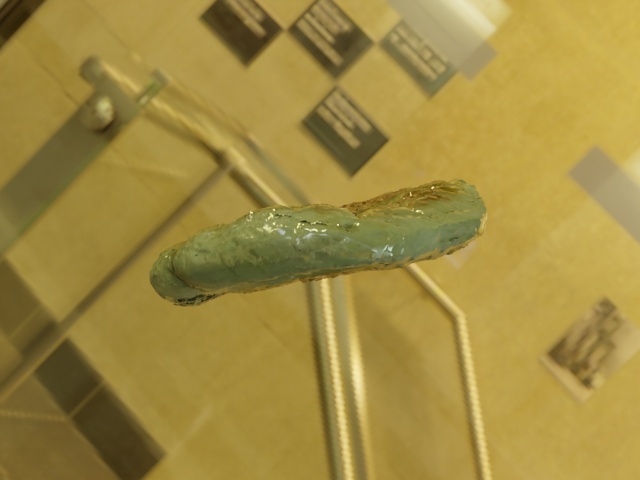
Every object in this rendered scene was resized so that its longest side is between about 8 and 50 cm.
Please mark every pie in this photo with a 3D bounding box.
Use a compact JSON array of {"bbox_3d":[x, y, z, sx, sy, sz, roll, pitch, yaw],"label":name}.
[{"bbox_3d":[0.000,0.000,0.846,0.240,0.240,0.054,-15,94,-83],"label":"pie"}]
